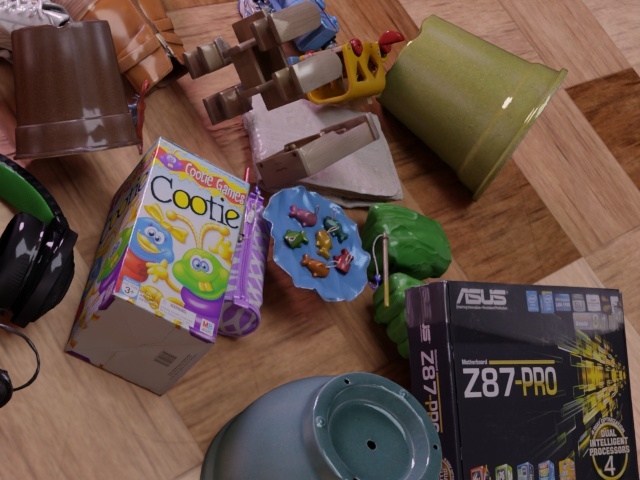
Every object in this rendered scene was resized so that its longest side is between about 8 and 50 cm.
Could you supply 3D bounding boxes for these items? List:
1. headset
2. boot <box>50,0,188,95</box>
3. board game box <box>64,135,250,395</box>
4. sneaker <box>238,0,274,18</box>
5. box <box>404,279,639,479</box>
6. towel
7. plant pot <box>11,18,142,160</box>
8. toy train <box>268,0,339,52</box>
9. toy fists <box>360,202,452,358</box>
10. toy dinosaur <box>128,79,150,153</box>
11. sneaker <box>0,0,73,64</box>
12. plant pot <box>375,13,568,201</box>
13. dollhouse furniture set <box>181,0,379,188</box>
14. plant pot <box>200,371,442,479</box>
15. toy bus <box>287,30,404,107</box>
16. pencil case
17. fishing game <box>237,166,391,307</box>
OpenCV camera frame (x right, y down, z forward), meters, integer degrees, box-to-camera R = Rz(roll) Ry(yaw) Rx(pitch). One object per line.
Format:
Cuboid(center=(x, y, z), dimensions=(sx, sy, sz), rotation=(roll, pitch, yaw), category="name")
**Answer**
Cuboid(center=(-0.407, 0.043, 1.370), dimensions=(0.243, 0.185, 0.394), rotation=(15, 34, -37), category="headset")
Cuboid(center=(-0.260, -0.350, 1.802), dimensions=(0.220, 0.109, 0.283), rotation=(46, 38, -2), category="boot")
Cuboid(center=(-0.203, 0.029, 1.515), dimensions=(0.142, 0.144, 0.275), rotation=(28, 43, -20), category="board game box")
Cuboid(center=(-0.105, -0.371, 1.990), dimensions=(0.052, 0.058, 0.135), rotation=(10, 53, -35), category="sneaker")
Cuboid(center=(0.305, 0.226, 1.754), dimensions=(0.395, 0.097, 0.318), rotation=(5, 75, -38), category="box")
Cuboid(center=(-0.001, -0.145, 1.905), dimensions=(0.282, 0.049, 0.187), rotation=(9, 51, -34), category="towel")
Cuboid(center=(-0.322, -0.195, 1.530), dimensions=(0.167, 0.167, 0.165), rotation=(-14, 100, -46), category="plant pot")
Cuboid(center=(-0.038, -0.401, 2.036), dimensions=(0.184, 0.080, 0.105), rotation=(57, 18, 12), category="toy train")
Cuboid(center=(0.134, 0.062, 1.819), dimensions=(0.142, 0.096, 0.279), rotation=(20, 45, -38), category="toy fists")
Cuboid(center=(-0.255, -0.185, 1.691), dimensions=(0.090, 0.082, 0.047), rotation=(48, 40, 0), category="toy dinosaur")
Cuboid(center=(-0.412, -0.296, 1.623), dimensions=(0.292, 0.118, 0.110), rotation=(30, 45, -16), category="sneaker")
Cuboid(center=(0.246, -0.251, 2.063), dimensions=(0.254, 0.276, 0.276), rotation=(36, 40, 4), category="plant pot")
Cuboid(center=(-0.043, -0.223, 1.748), dimensions=(0.161, 0.212, 0.242), rotation=(-31, 102, -41), category="dollhouse furniture set")
Cuboid(center=(0.027, 0.280, 1.442), dimensions=(0.293, 0.196, 0.293), rotation=(19, 46, -20), category="plant pot")
Cuboid(center=(0.055, -0.272, 1.955), dimensions=(0.202, 0.191, 0.104), rotation=(-12, 94, -12), category="toy bus")
Cuboid(center=(-0.110, 0.033, 1.635), dimensions=(0.086, 0.088, 0.206), rotation=(23, 46, -22), category="pencil case")
Cuboid(center=(0.000, 0.000, 1.668), dimensions=(0.264, 0.041, 0.189), rotation=(28, 45, -25), category="fishing game")
